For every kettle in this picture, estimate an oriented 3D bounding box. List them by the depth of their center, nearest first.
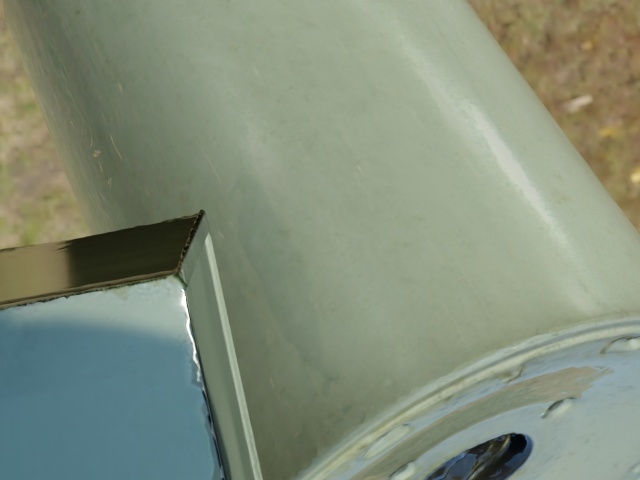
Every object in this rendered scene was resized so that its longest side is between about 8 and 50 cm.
[{"bbox_3d":[0.000,0.000,0.889,0.250,0.376,0.361,-22,150,-11],"label":"kettle"}]

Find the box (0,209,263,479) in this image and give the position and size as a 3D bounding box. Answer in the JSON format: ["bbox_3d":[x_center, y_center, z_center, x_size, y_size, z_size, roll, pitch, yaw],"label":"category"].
[{"bbox_3d":[-0.046,0.115,0.389,0.086,0.225,0.129,-11,-174,-1],"label":"box"}]
